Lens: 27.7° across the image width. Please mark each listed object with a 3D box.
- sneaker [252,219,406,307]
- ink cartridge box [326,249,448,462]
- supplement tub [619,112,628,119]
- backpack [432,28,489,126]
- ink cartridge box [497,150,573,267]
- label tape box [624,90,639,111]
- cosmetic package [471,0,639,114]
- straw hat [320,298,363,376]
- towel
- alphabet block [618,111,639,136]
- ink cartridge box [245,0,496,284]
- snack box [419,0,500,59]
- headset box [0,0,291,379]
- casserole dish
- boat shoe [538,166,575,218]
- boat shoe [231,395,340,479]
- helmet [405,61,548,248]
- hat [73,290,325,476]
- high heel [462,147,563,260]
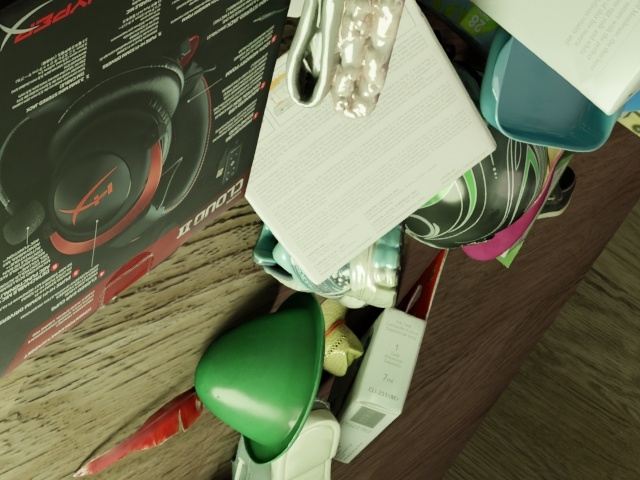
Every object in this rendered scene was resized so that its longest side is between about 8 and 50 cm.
[{"bbox_3d":[0.000,0.000,1.197,0.283,0.122,0.110,150,-50,-83],"label":"sneaker"},{"bbox_3d":[0.074,0.138,1.649,0.275,0.060,0.238,119,-10,-65],"label":"ink cartridge box"},{"bbox_3d":[0.352,-0.236,1.585,0.117,0.117,0.190,-46,163,-21],"label":"supplement tub"},{"bbox_3d":[0.071,-0.104,1.120,0.152,0.115,0.182,-53,161,14],"label":"backpack"},{"bbox_3d":[0.219,-0.054,1.623,0.062,0.109,0.209,-36,158,-42],"label":"ink cartridge box"},{"bbox_3d":[0.435,-0.289,1.424,0.249,0.115,0.347,-7,118,-37],"label":"label tape box"},{"bbox_3d":[0.208,-0.257,0.935,0.138,0.225,0.224,-34,163,-45],"label":"cosmetic package"},{"bbox_3d":[0.017,0.128,1.550,0.144,0.061,0.144,-46,163,-19],"label":"straw hat"},{"bbox_3d":[0.054,-0.271,0.619,0.332,0.053,0.317,104,0,-54],"label":"towel"},{"bbox_3d":[0.497,-0.251,1.799,0.193,0.197,0.192,-31,153,-50],"label":"alphabet block"},{"bbox_3d":[0.009,-0.096,0.947,0.181,0.056,0.224,-37,129,0],"label":"ink cartridge box"},{"bbox_3d":[0.211,-0.247,1.158,0.174,0.070,0.207,28,101,-45],"label":"snack box"},{"bbox_3d":[-0.127,-0.073,0.658,0.218,0.110,0.293,-40,159,-36],"label":"headset box"},{"bbox_3d":[0.201,-0.140,1.132,0.188,0.037,0.114,4,103,-42],"label":"casserole dish"},{"bbox_3d":[0.321,-0.083,1.882,0.233,0.084,0.079,-20,145,-55],"label":"boat shoe"},{"bbox_3d":[-0.055,0.278,1.592,0.116,0.099,0.319,-18,146,-28],"label":"boat shoe"},{"bbox_3d":[0.141,-0.088,1.275,0.169,0.169,0.161,-32,167,-49],"label":"helmet"},{"bbox_3d":[-0.113,0.117,1.250,0.173,0.184,0.208,-55,-154,34],"label":"hat"},{"bbox_3d":[0.204,-0.092,1.409,0.181,0.127,0.377,-73,172,-52],"label":"high heel"}]
